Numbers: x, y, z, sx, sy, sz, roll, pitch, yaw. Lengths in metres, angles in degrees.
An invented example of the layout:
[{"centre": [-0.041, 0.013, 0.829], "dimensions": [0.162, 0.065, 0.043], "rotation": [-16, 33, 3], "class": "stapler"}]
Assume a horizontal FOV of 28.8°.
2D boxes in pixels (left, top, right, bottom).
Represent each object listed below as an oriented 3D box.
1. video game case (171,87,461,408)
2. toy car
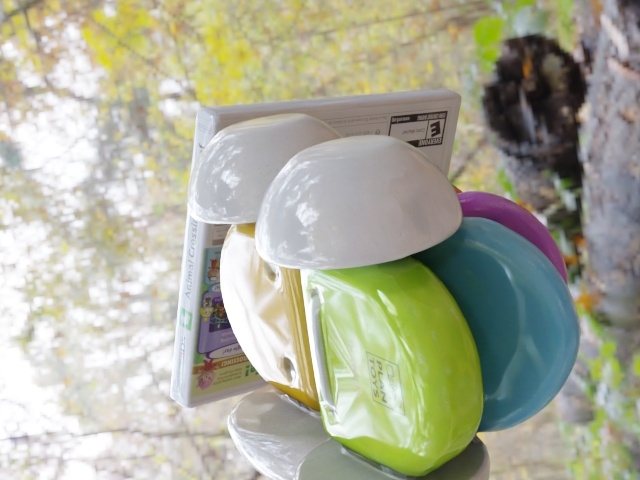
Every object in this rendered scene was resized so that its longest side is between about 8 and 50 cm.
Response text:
[{"centre": [0.000, 0.000, 0.823], "dimensions": [0.212, 0.023, 0.193], "rotation": [-10, -63, -41], "class": "video game case"}, {"centre": [0.032, 0.027, 0.508], "dimensions": [0.182, 0.136, 0.159], "rotation": [-155, 54, -64], "class": "toy car"}]
